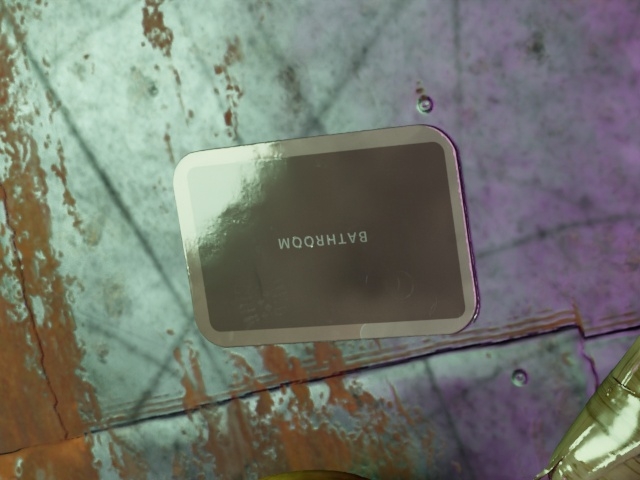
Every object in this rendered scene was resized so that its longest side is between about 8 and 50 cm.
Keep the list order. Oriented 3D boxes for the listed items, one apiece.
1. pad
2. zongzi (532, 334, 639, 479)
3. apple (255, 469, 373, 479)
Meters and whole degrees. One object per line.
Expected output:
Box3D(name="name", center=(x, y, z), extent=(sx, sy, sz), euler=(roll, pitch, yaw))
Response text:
Box3D(name="pad", center=(0.000, 0.000, 1.440), extent=(0.266, 0.002, 0.176), euler=(-5, 98, 26))
Box3D(name="zongzi", center=(0.287, 0.167, 1.277), extent=(0.197, 0.099, 0.194), euler=(45, 115, 19))
Box3D(name="apple", center=(-0.007, 0.322, 1.380), extent=(0.286, 0.233, 0.286), euler=(6, 102, 28))
